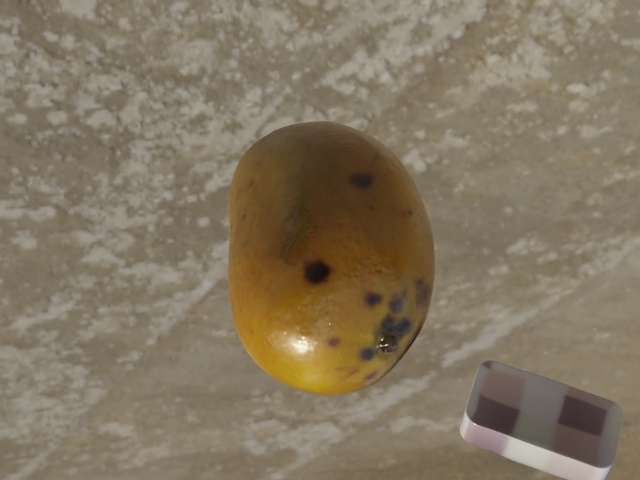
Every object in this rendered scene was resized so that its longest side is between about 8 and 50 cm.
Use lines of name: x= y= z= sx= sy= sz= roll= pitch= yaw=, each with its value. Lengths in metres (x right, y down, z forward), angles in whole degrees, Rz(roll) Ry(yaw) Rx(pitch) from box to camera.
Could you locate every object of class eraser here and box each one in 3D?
eraser: x=0.155 y=0.127 z=0.681 sx=0.105 sy=0.065 sz=0.026 roll=17 pitch=135 yaw=12

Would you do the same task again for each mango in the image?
mango: x=0.003 y=-0.001 z=0.526 sx=0.115 sy=0.178 sz=0.090 roll=-28 pitch=132 yaw=21
